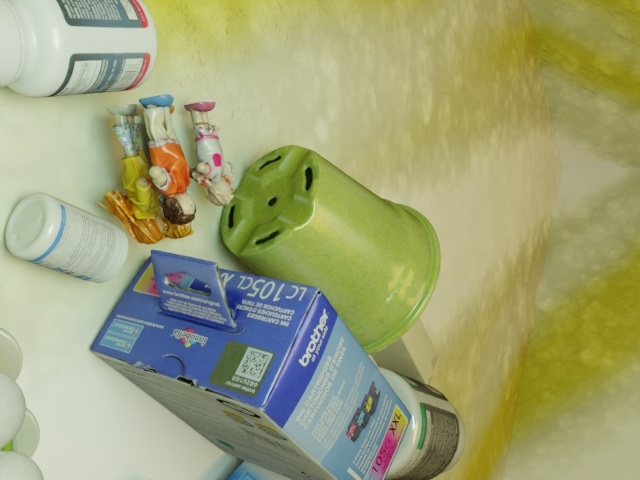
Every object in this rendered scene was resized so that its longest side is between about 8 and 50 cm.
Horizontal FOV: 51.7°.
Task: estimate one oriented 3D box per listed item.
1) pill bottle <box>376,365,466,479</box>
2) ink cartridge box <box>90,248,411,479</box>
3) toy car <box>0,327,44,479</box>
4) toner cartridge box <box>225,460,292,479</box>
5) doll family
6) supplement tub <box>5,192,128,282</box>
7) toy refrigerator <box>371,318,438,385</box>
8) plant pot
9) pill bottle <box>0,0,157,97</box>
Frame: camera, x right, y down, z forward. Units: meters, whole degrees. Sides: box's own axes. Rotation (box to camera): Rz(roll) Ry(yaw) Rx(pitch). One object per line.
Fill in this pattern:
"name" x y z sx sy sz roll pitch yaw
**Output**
"pill bottle" 0.161 0.379 1.328 0.361 0.204 0.204 34 64 -55
"ink cartridge box" -0.083 0.164 0.812 0.151 0.270 0.395 -64 143 -25
"toy car" -0.320 0.169 0.569 0.136 0.159 0.182 -12 108 -23
"toner cartridge box" 0.008 0.451 0.952 0.165 0.348 0.075 -36 157 -54
"doll family" -0.187 -0.078 0.790 0.263 0.118 0.163 -54 135 -78
"supplement tub" -0.263 -0.001 0.691 0.107 0.071 0.071 34 65 -55
"toy refrigerator" 0.163 0.205 1.411 0.269 0.102 0.094 59 45 -44
"plant pot" 0.000 0.000 0.986 0.254 0.276 0.276 41 59 -41
"pill bottle" -0.258 -0.195 0.641 0.180 0.108 0.108 -25 115 -56
